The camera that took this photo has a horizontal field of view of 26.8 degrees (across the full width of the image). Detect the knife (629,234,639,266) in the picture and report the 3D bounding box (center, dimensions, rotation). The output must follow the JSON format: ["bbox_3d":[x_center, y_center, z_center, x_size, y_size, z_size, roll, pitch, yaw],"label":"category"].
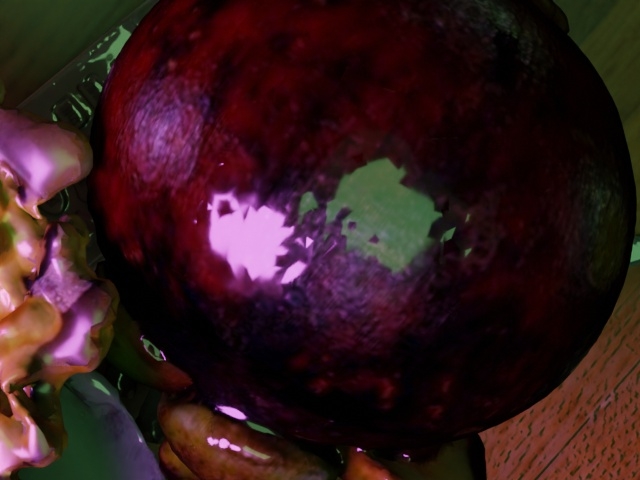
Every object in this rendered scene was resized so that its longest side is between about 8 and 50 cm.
[{"bbox_3d":[0.213,0.007,0.932,0.210,0.015,0.028,-10,109,-6],"label":"knife"}]

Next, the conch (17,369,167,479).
[{"bbox_3d":[-0.247,0.113,0.749,0.249,0.197,0.368,-24,88,-42],"label":"conch"}]

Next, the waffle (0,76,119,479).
[{"bbox_3d":[-0.247,0.037,0.610,0.329,0.062,0.329,1,81,-7],"label":"waffle"}]

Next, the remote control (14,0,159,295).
[{"bbox_3d":[-0.179,-0.020,0.846,0.313,0.055,0.109,-39,99,4],"label":"remote control"}]

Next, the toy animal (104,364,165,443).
[{"bbox_3d":[-0.015,0.099,0.878,0.269,0.082,0.137,21,98,-12],"label":"toy animal"}]

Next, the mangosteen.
[{"bbox_3d":[0.013,-0.014,0.704,0.311,0.311,0.311,-2,101,-9],"label":"mangosteen"}]
